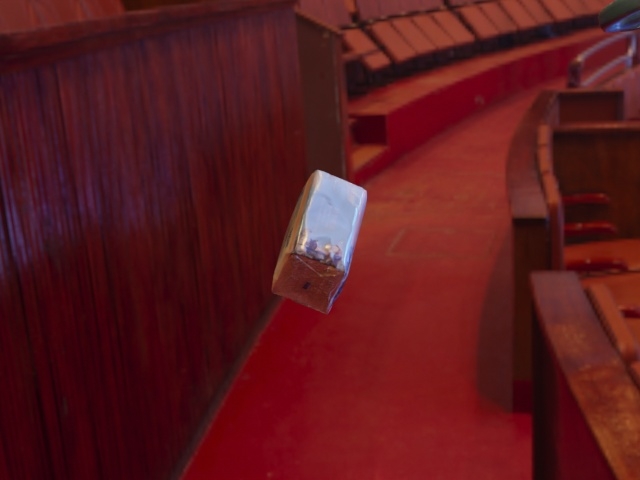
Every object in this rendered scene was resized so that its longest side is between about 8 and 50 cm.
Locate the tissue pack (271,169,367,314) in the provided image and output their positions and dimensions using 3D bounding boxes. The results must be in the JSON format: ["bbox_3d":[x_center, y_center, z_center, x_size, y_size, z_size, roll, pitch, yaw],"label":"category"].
[{"bbox_3d":[0.000,0.000,0.785,0.058,0.074,0.094,19,54,-5],"label":"tissue pack"}]

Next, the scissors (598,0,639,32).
[{"bbox_3d":[0.523,-0.315,0.997,0.447,0.029,0.192,-18,-1,32],"label":"scissors"}]
